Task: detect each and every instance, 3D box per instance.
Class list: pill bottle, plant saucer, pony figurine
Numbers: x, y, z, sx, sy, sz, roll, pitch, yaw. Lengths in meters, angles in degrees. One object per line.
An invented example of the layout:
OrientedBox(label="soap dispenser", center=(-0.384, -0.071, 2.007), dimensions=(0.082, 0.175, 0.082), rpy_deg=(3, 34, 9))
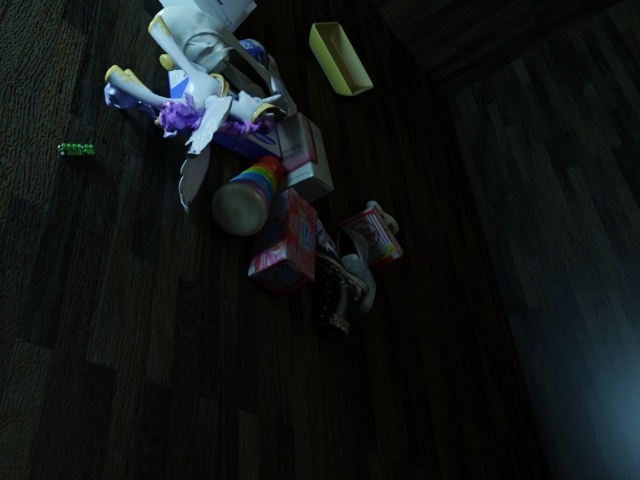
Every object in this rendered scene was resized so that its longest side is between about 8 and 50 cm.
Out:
OrientedBox(label="pill bottle", center=(-0.251, -0.512, 1.735), dimensions=(0.123, 0.122, 0.219), rpy_deg=(59, 33, -9))
OrientedBox(label="plant saucer", center=(0.078, -0.769, 2.568), dimensions=(0.333, 0.081, 0.333), rpy_deg=(60, 27, -8))
OrientedBox(label="pony figurine", center=(-0.285, -0.288, 1.339), dimensions=(0.363, 0.303, 0.351), rpy_deg=(31, 59, -8))

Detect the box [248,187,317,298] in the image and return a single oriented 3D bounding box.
OrientedBox(label="box", center=(-0.095, 0.005, 1.573), dimensions=(0.122, 0.128, 0.257), rpy_deg=(42, 34, -35))

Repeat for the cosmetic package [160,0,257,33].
OrientedBox(label="cosmetic package", center=(-0.356, -0.757, 1.804), dimensions=(0.284, 0.097, 0.377), rpy_deg=(53, 29, -25))

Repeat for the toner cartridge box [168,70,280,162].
OrientedBox(label="toner cartridge box", center=(-0.257, -0.344, 1.643), dimensions=(0.348, 0.075, 0.165), rpy_deg=(24, 47, -51))

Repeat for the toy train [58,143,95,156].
OrientedBox(label="toy train", center=(-0.483, -0.178, 1.181), dimensions=(0.083, 0.017, 0.024), rpy_deg=(-14, 90, -62))

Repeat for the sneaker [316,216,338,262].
OrientedBox(label="sneaker", center=(0.000, 0.000, 1.821), dimensions=(0.077, 0.072, 0.178), rpy_deg=(-66, 133, -70))

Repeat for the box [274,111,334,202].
OrientedBox(label="box", center=(-0.071, -0.238, 1.784), dimensions=(0.127, 0.148, 0.232), rpy_deg=(31, 41, -55))

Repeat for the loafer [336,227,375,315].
OrientedBox(label="loafer", center=(0.098, 0.092, 1.862), dimensions=(0.111, 0.112, 0.319), rpy_deg=(34, 32, -34))

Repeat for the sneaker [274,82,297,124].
OrientedBox(label="sneaker", center=(-0.112, -0.413, 1.939), dimensions=(0.115, 0.090, 0.232), rpy_deg=(36, 39, -47))

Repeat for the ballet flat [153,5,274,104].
OrientedBox(label="ballet flat", center=(-0.244, -0.451, 1.518), dimensions=(0.400, 0.139, 0.139), rpy_deg=(24, 47, -54))

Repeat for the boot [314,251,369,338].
OrientedBox(label="boot", center=(0.013, 0.149, 1.675), dimensions=(0.236, 0.085, 0.179), rpy_deg=(32, 55, -11))

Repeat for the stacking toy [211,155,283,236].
OrientedBox(label="stacking toy", center=(-0.171, -0.137, 1.580), dimensions=(0.141, 0.141, 0.330), rpy_deg=(56, 23, -15))

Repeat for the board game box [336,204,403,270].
OrientedBox(label="board game box", center=(0.167, -0.004, 2.009), dimensions=(0.193, 0.146, 0.045), rpy_deg=(57, 28, -11))

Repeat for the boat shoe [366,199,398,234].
OrientedBox(label="boat shoe", center=(0.232, -0.076, 2.277), dimensions=(0.170, 0.063, 0.059), rpy_deg=(43, 36, -18))

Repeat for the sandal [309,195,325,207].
OrientedBox(label="sandal", center=(-0.035, -0.240, 1.903), dimensions=(0.086, 0.120, 0.303), rpy_deg=(44, 30, -58))

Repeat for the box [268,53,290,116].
OrientedBox(label="box", center=(-0.162, -0.499, 1.864), dimensions=(0.063, 0.067, 0.324), rpy_deg=(38, 23, -37))
